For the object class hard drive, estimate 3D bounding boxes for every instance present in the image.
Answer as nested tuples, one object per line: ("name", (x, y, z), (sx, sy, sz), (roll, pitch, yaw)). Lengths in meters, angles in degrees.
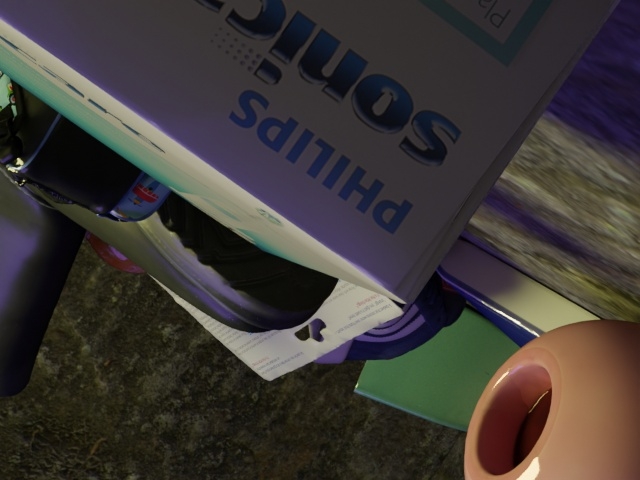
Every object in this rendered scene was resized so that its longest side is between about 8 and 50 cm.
("hard drive", (0.250, 0.112, 1.318), (0.210, 0.040, 0.318), (32, 176, 33))

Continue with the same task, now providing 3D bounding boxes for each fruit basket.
("fruit basket", (-0.112, -0.026, 1.275), (0.353, 0.165, 0.327), (38, 153, -8))

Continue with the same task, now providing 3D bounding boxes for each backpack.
("backpack", (-0.137, -0.115, 0.830), (0.117, 0.158, 0.173), (31, -170, -42))

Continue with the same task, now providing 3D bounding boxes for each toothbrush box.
("toothbrush box", (-0.052, -0.095, 0.520), (0.216, 0.126, 0.295), (35, 177, -9))

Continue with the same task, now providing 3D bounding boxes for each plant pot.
("plant pot", (0.186, 0.176, 1.886), (0.234, 0.165, 0.166), (24, 176, 5))

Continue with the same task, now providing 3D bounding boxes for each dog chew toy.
("dog chew toy", (0.273, 0.193, 1.043), (0.332, 0.206, 0.206), (26, 180, -20))

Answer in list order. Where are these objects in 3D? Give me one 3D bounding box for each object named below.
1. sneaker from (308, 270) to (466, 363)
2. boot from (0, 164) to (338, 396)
("sneaker", (0.078, 0.031, 1.350), (0.148, 0.131, 0.350), (-3, 165, -10))
("boot", (-0.208, 0.014, 1.093), (0.367, 0.146, 0.445), (50, 135, 9))
